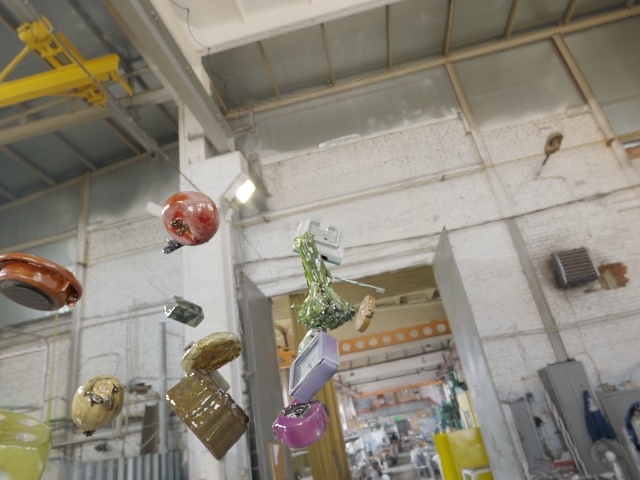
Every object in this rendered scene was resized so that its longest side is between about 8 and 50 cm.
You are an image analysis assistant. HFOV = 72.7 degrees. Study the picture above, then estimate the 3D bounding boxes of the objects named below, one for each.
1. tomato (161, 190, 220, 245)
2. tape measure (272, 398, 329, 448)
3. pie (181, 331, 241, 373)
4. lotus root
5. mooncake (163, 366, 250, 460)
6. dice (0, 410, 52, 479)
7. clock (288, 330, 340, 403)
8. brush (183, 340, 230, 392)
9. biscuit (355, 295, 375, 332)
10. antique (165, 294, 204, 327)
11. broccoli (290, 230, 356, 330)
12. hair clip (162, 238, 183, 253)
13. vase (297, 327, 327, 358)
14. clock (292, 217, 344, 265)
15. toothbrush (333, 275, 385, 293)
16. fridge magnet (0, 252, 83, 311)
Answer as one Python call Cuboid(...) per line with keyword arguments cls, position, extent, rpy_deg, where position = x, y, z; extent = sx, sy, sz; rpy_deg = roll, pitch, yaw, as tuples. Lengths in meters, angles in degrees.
Cuboid(cls="tomato", position=(-0.600, -0.108, 2.046), extent=(0.271, 0.227, 0.270), rpy_deg=(9, -55, 13))
Cuboid(cls="tape measure", position=(-0.091, 0.807, 1.946), extent=(0.246, 0.149, 0.232), rpy_deg=(-16, 7, 35))
Cuboid(cls="pie", position=(-0.470, 0.497, 1.894), extent=(0.275, 0.055, 0.274), rpy_deg=(-21, -39, -19))
Cuboid(cls="lotus root", position=(-0.874, 0.654, 1.700), extent=(0.183, 0.182, 0.309), rpy_deg=(7, -55, -33))
Cuboid(cls="mooncake", position=(-0.417, 0.639, 1.628), extent=(0.187, 0.324, 0.324), rpy_deg=(-43, -12, -26))
Cuboid(cls="dice", position=(-0.966, 0.658, 1.285), extent=(0.238, 0.226, 0.233), rpy_deg=(28, -8, -35))
Cuboid(cls="clock", position=(-0.021, 0.406, 1.402), extent=(0.073, 0.144, 0.193), rpy_deg=(31, -68, -16))
Cuboid(cls="brush", position=(-0.519, 0.600, 2.022), extent=(0.050, 0.060, 0.320), rpy_deg=(3, -50, 51))
Cuboid(cls="biscuit", position=(0.207, 0.324, 1.912), extent=(0.050, 0.170, 0.170), rpy_deg=(20, -30, -5))
Cuboid(cls="antique", position=(-0.674, 0.360, 2.181), extent=(0.088, 0.086, 0.183), rpy_deg=(-48, -51, 7))
Cuboid(cls="broccoli", position=(-0.008, 0.117, 1.291), extent=(0.165, 0.303, 0.146), rpy_deg=(-7, -20, -40))
Cuboid(cls="hair clip", position=(-0.665, 0.011, 2.205), extent=(0.275, 0.048, 0.083), rpy_deg=(-14, -41, -53))
Cuboid(cls="vase", position=(-0.030, 0.563, 2.386), extent=(0.165, 0.164, 0.360), rpy_deg=(-13, 8, 6))
Cuboid(cls="clock", position=(0.000, 0.000, 2.297), extent=(0.263, 0.231, 0.116), rpy_deg=(16, -60, -3))
Cuboid(cls="toothbrush", position=(0.120, 0.139, 1.365), extent=(0.167, 0.014, 0.011), rpy_deg=(14, 9, 14))
Cuboid(cls="fridge magnet", position=(-1.219, 0.183, 1.870), extent=(0.364, 0.155, 0.363), rpy_deg=(5, -39, 4))
